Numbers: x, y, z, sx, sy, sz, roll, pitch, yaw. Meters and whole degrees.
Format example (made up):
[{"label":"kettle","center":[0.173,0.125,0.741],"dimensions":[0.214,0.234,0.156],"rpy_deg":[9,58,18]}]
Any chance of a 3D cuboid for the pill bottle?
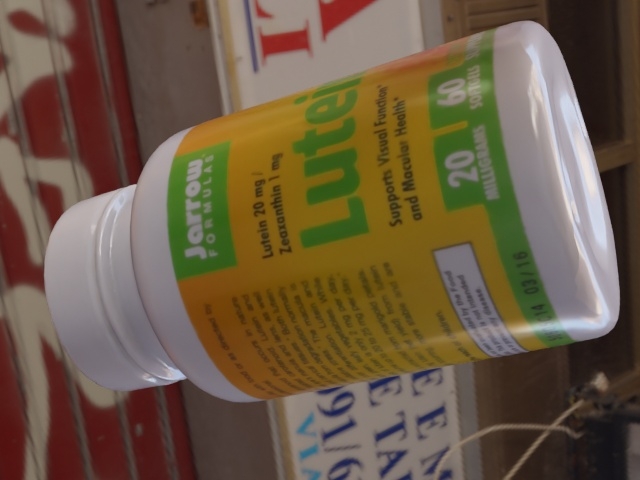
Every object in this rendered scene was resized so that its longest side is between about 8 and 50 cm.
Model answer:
[{"label":"pill bottle","center":[0.000,0.000,0.439],"dimensions":[0.245,0.136,0.136],"rpy_deg":[-14,-87,22]}]
